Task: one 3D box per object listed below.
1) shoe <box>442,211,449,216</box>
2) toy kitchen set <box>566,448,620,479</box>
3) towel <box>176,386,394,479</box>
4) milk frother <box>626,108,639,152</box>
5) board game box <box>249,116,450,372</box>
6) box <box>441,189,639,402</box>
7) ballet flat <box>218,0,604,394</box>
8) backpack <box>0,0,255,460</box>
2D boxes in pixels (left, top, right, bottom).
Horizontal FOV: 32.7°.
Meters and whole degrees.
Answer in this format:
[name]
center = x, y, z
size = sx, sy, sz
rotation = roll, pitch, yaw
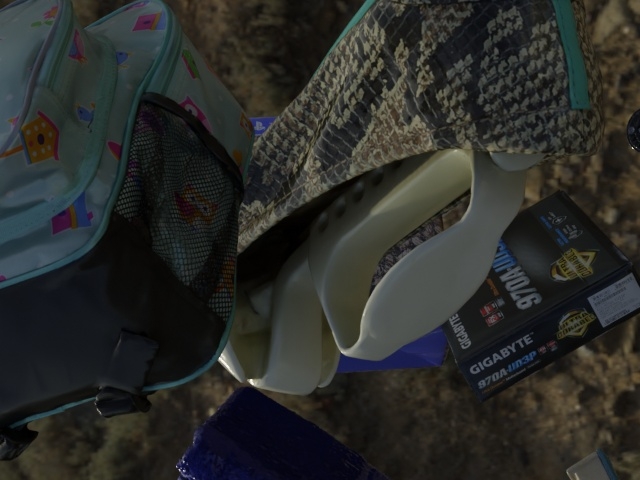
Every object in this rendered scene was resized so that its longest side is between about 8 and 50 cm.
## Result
[shoe]
center = 0.172, -0.071, 1.755
size = 0.219, 0.058, 0.077
rotation = -16, 49, 28
[toy kitchen set]
center = 0.488, 0.433, 1.675
size = 0.122, 0.207, 0.166
rotation = -28, 41, 9
[towel]
center = 0.015, 0.265, 1.044
size = 0.308, 0.227, 0.076
rotation = 33, 99, 5
[milk frother]
center = 0.614, -0.157, 1.864
size = 0.129, 0.134, 0.143
rotation = -13, 78, 40
[board game box]
center = 0.029, 0.003, 1.330
size = 0.141, 0.232, 0.291
rotation = 92, 173, -62
[box]
center = 0.194, 0.045, 1.038
size = 0.175, 0.051, 0.220
rotation = -31, 19, 7
[ballet flat]
center = 0.000, 0.000, 0.719
size = 0.483, 0.164, 0.182
rotation = -37, 59, 50
[backpack]
center = -0.118, -0.024, 0.481
size = 0.165, 0.144, 0.188
rotation = -23, 30, 27
